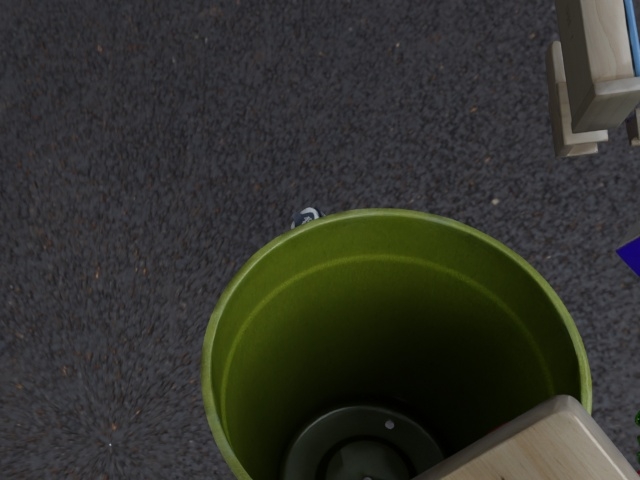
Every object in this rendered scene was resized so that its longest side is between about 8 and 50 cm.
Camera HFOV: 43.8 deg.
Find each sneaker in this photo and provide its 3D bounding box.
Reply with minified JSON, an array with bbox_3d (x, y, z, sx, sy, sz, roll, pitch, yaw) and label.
[{"bbox_3d":[0.000,0.000,1.628,0.094,0.235,0.153,-44,96,-3],"label":"sneaker"}]

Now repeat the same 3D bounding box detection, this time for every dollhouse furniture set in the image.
[{"bbox_3d":[0.388,-0.222,0.774,0.304,0.286,0.198,-6,83,8],"label":"dollhouse furniture set"}]

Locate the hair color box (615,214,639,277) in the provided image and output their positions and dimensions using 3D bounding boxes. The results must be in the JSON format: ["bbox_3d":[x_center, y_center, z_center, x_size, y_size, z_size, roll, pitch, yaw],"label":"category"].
[{"bbox_3d":[0.533,-0.080,1.003,0.110,0.185,0.339,46,56,1],"label":"hair color box"}]

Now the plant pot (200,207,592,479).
[{"bbox_3d":[0.067,0.215,0.892,0.367,0.353,0.366,1,54,-1],"label":"plant pot"}]

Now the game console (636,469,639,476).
[{"bbox_3d":[0.646,0.683,1.682,0.387,0.060,0.341,-19,97,-19],"label":"game console"}]

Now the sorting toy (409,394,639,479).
[{"bbox_3d":[0.124,0.243,0.481,0.255,0.089,0.257,-39,89,24],"label":"sorting toy"}]

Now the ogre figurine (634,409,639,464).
[{"bbox_3d":[0.701,0.372,1.617,0.118,0.097,0.196,-20,100,-16],"label":"ogre figurine"}]
